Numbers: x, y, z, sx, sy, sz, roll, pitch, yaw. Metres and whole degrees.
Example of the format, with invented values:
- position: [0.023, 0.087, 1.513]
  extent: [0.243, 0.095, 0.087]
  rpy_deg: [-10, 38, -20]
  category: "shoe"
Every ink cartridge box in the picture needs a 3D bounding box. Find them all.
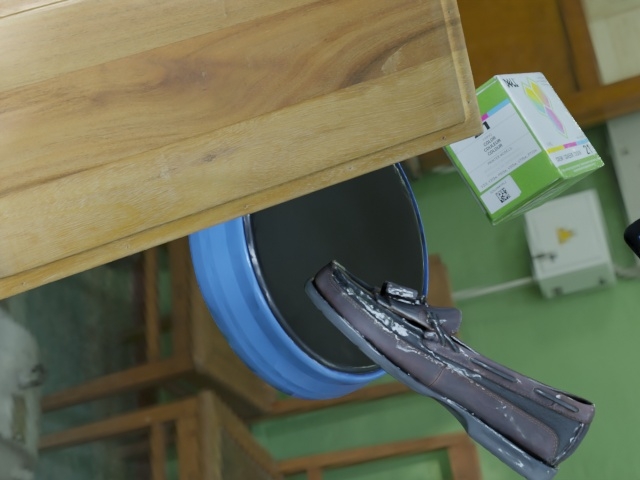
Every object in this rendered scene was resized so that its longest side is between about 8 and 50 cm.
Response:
- position: [0.182, -0.156, 1.419]
  extent: [0.255, 0.097, 0.189]
  rpy_deg: [58, 25, 6]
  category: "ink cartridge box"

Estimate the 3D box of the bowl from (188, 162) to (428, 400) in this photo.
- position: [0.000, 0.000, 1.620]
  extent: [0.391, 0.077, 0.391]
  rpy_deg: [20, 63, -46]
  category: "bowl"

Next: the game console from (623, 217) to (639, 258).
- position: [0.285, -0.022, 0.898]
  extent: [0.144, 0.085, 0.124]
  rpy_deg: [-119, -156, -51]
  category: "game console"

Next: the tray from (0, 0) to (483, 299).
- position: [-0.087, -0.118, 0.969]
  extent: [0.076, 0.411, 0.203]
  rpy_deg: [23, -50, 64]
  category: "tray"

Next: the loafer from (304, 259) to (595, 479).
- position: [0.125, 0.106, 1.230]
  extent: [0.302, 0.095, 0.109]
  rpy_deg: [39, 10, -6]
  category: "loafer"
